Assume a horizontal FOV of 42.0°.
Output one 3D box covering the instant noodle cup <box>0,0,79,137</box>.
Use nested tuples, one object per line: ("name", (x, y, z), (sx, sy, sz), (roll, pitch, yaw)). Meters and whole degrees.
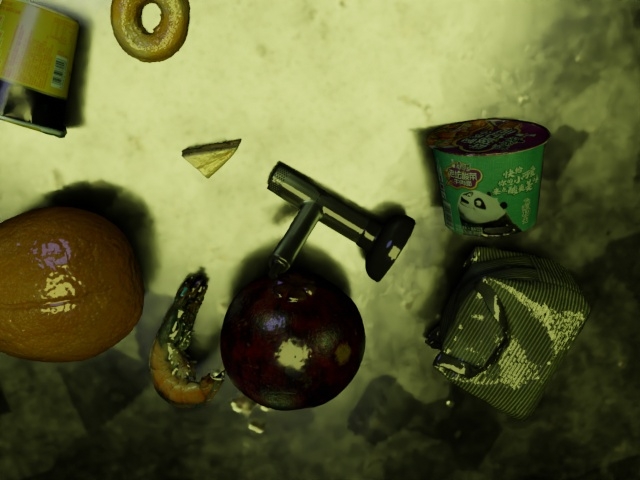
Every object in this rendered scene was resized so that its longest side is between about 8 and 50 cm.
("instant noodle cup", (-0.576, -0.340, 1.636), (0.215, 0.215, 0.236), (18, 95, -8))

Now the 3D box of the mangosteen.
("mangosteen", (-0.058, 0.237, 1.758), (0.306, 0.306, 0.360), (-1, 120, -3))

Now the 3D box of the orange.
("orange", (-0.543, 0.094, 1.682), (0.356, 0.322, 0.322), (-9, 104, 5))

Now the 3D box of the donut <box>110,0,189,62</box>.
("donut", (-0.346, -0.448, 1.681), (0.162, 0.065, 0.178), (-1, 103, -4))

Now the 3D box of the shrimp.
("shrimp", (-0.275, 0.228, 1.803), (0.054, 0.222, 0.290), (9, 102, -51))

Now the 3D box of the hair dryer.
("hair dryer", (0.009, 0.016, 1.737), (0.320, 0.156, 0.284), (24, 60, -6))

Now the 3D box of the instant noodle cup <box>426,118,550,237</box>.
("instant noodle cup", (0.348, -0.127, 1.725), (0.251, 0.251, 0.190), (-7, 113, -2))

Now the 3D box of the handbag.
("handbag", (0.386, 0.187, 1.792), (0.240, 0.247, 0.341), (22, 108, -7))

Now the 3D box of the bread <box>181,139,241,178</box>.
("bread", (-0.227, -0.190, 1.743), (0.109, 0.084, 0.080), (-43, 104, 8))
